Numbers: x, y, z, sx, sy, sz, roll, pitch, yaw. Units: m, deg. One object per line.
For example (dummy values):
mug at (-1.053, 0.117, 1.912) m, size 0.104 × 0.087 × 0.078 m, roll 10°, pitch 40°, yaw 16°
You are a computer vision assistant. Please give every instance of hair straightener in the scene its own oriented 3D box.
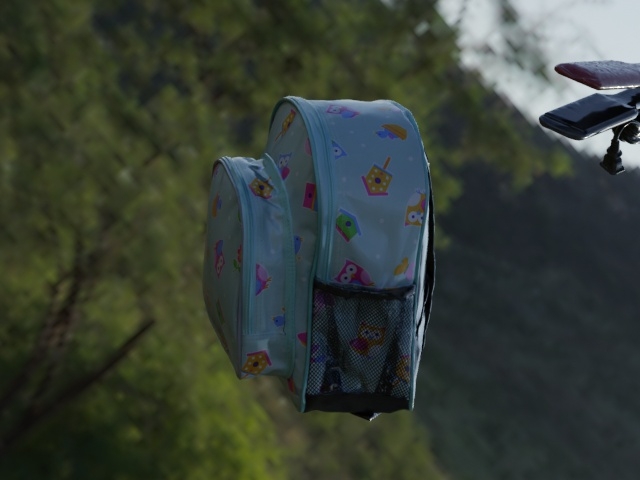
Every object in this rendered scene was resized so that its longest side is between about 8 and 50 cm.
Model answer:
hair straightener at (0.227, -0.098, 1.496) m, size 0.047 × 0.089 × 0.230 m, roll 25°, pitch 20°, yaw 23°

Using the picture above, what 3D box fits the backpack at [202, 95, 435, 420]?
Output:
backpack at (0.000, 0.000, 1.248) m, size 0.144 × 0.188 × 0.166 m, roll 8°, pitch 18°, yaw -15°
